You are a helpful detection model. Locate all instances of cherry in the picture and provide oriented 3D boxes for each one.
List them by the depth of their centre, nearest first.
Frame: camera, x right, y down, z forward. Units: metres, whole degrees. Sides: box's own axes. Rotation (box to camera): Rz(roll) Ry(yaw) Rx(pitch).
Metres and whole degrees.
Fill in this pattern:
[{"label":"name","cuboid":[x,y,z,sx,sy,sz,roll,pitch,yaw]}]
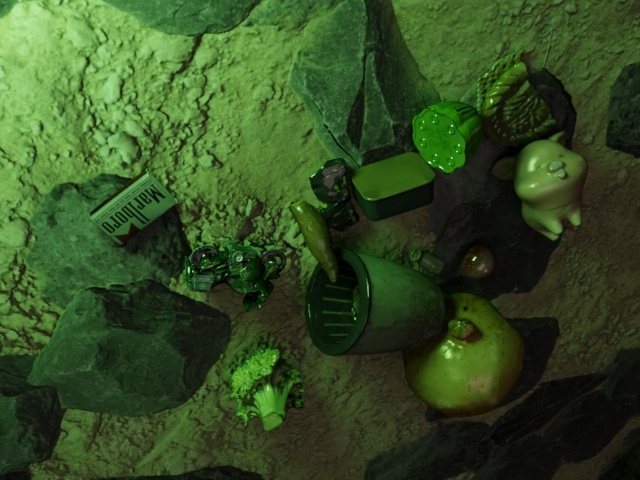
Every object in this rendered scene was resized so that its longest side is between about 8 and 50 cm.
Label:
[{"label":"cherry","cuboid":[0.521,0.036,2.172,0.225,0.090,0.107,-42,114,-3]}]

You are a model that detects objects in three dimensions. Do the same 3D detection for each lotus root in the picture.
[{"label":"lotus root","cuboid":[0.355,-0.289,1.828,0.186,0.186,0.186,-12,128,-15]}]

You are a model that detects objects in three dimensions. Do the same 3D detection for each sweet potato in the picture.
[{"label":"sweet potato","cuboid":[0.000,0.000,1.873,0.077,0.077,0.243,-29,99,-1]}]

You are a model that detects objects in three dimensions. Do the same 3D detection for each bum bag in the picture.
[{"label":"bum bag","cuboid":[0.038,-0.111,1.870,0.107,0.060,0.232,-16,127,-1]}]

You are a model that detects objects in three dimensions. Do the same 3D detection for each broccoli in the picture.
[{"label":"broccoli","cuboid":[-0.141,0.454,2.083,0.247,0.243,0.263,22,109,-19]}]

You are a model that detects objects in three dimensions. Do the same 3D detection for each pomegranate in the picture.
[{"label":"pomegranate","cuboid":[0.428,0.338,2.154,0.410,0.410,0.410,-12,128,-15]}]

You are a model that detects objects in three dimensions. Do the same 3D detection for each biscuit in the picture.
[{"label":"biscuit","cuboid":[0.474,-0.392,1.878,0.144,0.016,0.203,-20,130,-10]},{"label":"biscuit","cuboid":[0.523,-0.337,1.908,0.187,0.036,0.273,-40,135,14]}]

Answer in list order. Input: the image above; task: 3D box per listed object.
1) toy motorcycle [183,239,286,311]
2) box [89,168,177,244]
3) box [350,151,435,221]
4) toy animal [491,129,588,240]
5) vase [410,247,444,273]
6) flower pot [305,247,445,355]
[{"label":"toy motorcycle","cuboid":[-0.232,0.098,1.873,0.275,0.125,0.187,6,112,-24]},{"label":"box","cuboid":[-0.448,-0.078,1.700,0.177,0.036,0.115,-37,131,5]},{"label":"box","cuboid":[0.190,-0.138,1.861,0.201,0.144,0.090,-19,133,-11]},{"label":"toy animal","cuboid":[0.651,-0.146,2.012,0.237,0.269,0.326,-28,163,1]},{"label":"vase","cuboid":[0.318,0.060,2.120,0.101,0.053,0.053,26,111,-31]},{"label":"flower pot","cuboid":[0.169,0.184,1.999,0.330,0.293,0.293,9,120,-32]}]
